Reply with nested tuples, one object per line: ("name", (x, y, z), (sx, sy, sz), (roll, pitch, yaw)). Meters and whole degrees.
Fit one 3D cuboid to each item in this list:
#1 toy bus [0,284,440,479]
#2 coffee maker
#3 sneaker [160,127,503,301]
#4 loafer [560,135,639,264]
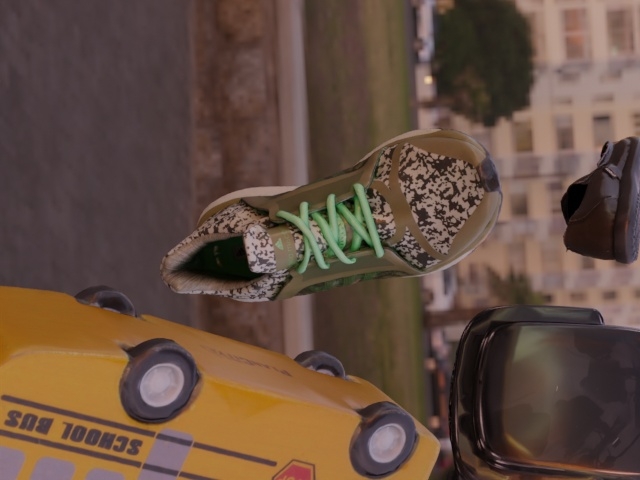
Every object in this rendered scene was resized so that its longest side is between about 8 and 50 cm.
("toy bus", (-0.086, 0.121, 0.923), (0.108, 0.333, 0.130), (33, -80, 54))
("coffee maker", (0.108, 0.124, 0.765), (0.178, 0.171, 0.120), (78, -6, -57))
("sneaker", (0.000, 0.000, 1.531), (0.182, 0.410, 0.158), (-27, 98, -57))
("loafer", (0.275, -0.047, 1.418), (0.220, 0.078, 0.080), (-58, 147, -64))
